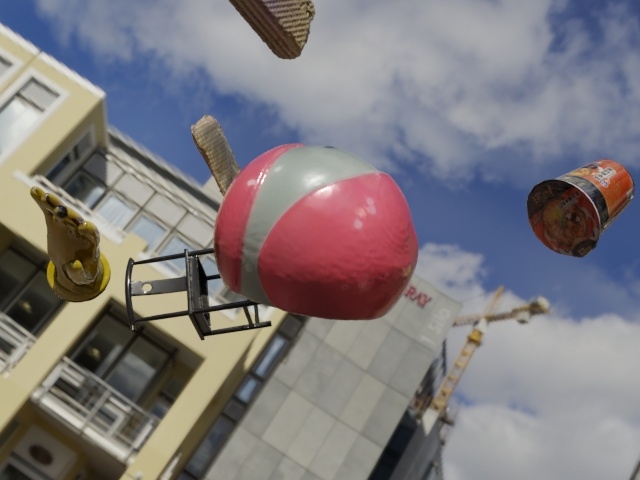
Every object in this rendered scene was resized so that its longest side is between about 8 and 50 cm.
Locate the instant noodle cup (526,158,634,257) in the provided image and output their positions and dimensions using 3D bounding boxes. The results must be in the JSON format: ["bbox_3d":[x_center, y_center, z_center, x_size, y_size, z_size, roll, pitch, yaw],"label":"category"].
[{"bbox_3d":[0.399,-0.059,1.191,0.127,0.135,0.127,33,-42,36],"label":"instant noodle cup"}]

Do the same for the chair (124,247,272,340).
[{"bbox_3d":[-0.237,0.105,1.553,0.260,0.155,0.141,-8,-29,0],"label":"chair"}]

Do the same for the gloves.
[{"bbox_3d":[-0.439,0.002,1.376,0.133,0.116,0.294,28,-26,5],"label":"gloves"}]

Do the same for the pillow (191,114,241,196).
[{"bbox_3d":[-0.188,-0.145,1.567,0.034,0.135,0.211,-23,-74,17],"label":"pillow"}]

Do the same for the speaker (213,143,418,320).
[{"bbox_3d":[0.000,0.000,1.132,0.294,0.294,0.294,27,-27,15],"label":"speaker"}]

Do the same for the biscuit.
[{"bbox_3d":[-0.093,-0.397,1.246,0.061,0.108,0.239,1,-26,33],"label":"biscuit"}]
